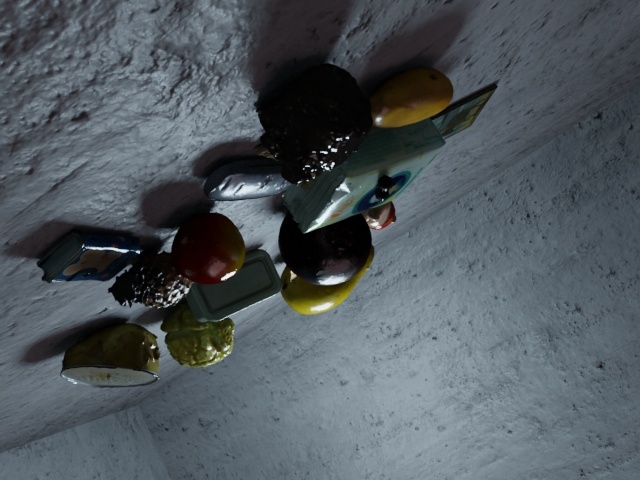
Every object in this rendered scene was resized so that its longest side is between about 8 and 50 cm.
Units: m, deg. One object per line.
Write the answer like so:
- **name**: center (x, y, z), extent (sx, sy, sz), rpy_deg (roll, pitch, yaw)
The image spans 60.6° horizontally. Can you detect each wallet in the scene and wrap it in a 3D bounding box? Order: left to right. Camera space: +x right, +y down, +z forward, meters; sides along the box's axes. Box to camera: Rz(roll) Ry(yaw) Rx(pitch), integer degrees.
- **wallet**: center (-0.502, 0.036, 1.198), extent (0.141, 0.059, 0.202), rpy_deg (-40, 168, 11)

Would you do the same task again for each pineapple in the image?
- **pineapple**: center (-0.427, 0.109, 1.350), extent (0.157, 0.158, 0.278), rpy_deg (-33, 179, 10)

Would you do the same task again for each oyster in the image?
- **oyster**: center (-0.059, -0.224, 1.236), extent (0.146, 0.045, 0.121), rpy_deg (-43, 161, 19)

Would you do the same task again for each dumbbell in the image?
- **dumbbell**: center (0.161, -0.133, 1.396), extent (0.040, 0.036, 0.083), rpy_deg (-32, 163, -13)

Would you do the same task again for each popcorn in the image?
- **popcorn**: center (-0.457, 0.345, 2.069), extent (0.246, 0.282, 0.282), rpy_deg (-32, 168, -5)

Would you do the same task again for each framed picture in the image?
- **framed picture**: center (0.392, -0.368, 1.788), extent (0.346, 0.016, 0.265), rpy_deg (-27, 168, -12)

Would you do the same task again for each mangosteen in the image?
- **mangosteen**: center (0.005, 0.005, 1.728), extent (0.297, 0.297, 0.293), rpy_deg (-18, 172, -44)

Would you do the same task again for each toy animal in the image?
- **toy animal**: center (0.162, -0.106, 1.895), extent (0.197, 0.171, 0.171), rpy_deg (-14, 161, -31)

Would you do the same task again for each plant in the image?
- **plant**: center (-0.016, -0.220, 1.070), extent (0.204, 0.178, 0.234), rpy_deg (-36, -178, -33)

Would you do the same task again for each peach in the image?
- **peach**: center (-0.283, 0.020, 1.360), extent (0.197, 0.197, 0.197), rpy_deg (-29, 167, -7)

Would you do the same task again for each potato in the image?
- **potato**: center (-0.685, 0.367, 1.809), extent (0.299, 0.196, 0.246), rpy_deg (9, 146, -25)

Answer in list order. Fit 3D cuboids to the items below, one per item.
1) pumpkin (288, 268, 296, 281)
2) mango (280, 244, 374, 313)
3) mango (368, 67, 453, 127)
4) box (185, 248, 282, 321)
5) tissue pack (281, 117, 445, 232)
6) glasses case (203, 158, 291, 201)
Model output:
- **pumpkin**: center (-0.045, 0.029, 2.014), extent (0.162, 0.111, 0.279), rpy_deg (-11, 151, -12)
- **mango**: center (0.035, 0.127, 2.275), extent (0.444, 0.301, 0.221), rpy_deg (-32, 134, -12)
- **mango**: center (0.200, -0.334, 1.279), extent (0.262, 0.109, 0.157), rpy_deg (-16, 171, -34)
- **box**: center (-0.318, 0.173, 1.923), extent (0.311, 0.175, 0.182), rpy_deg (-22, 173, -34)
- **tissue pack**: center (0.117, -0.193, 1.503), extent (0.387, 0.162, 0.287), rpy_deg (-22, 162, -36)
- **glasses case**: center (-0.153, -0.144, 1.284), extent (0.109, 0.067, 0.282), rpy_deg (-42, 165, 34)
